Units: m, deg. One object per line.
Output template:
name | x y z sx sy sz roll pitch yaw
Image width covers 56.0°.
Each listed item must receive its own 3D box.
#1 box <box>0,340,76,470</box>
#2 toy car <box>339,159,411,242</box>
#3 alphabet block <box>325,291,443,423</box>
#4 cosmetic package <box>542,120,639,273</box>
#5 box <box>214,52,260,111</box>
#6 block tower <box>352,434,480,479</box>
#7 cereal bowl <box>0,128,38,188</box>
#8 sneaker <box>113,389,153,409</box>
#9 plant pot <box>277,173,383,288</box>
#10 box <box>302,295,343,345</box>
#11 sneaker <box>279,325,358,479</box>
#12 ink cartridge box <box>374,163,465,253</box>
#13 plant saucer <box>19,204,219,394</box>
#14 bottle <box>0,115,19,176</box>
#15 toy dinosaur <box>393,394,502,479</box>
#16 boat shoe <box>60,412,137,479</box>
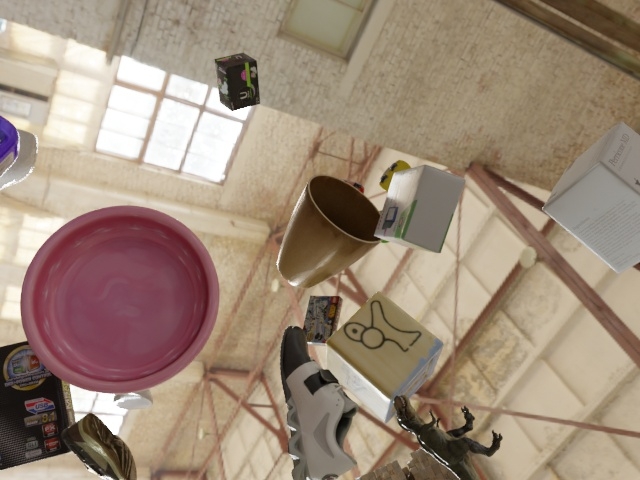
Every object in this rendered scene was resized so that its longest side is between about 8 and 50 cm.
box | -0.598 0.309 1.094 0.060 0.270 0.216 117 -39 -76
toy car | 0.159 -0.100 1.708 0.053 0.239 0.225 -99 171 -70
alphabet block | 0.145 0.274 1.412 0.197 0.192 0.193 40 -26 23
cosmetic package | 0.531 -0.076 1.068 0.151 0.183 0.151 -47 176 -38
box | -0.149 -0.285 1.081 0.052 0.062 0.083 42 -35 42
block tower | 0.233 0.597 1.501 0.091 0.335 0.097 -132 -162 -78
cereal bowl | -0.814 -0.174 1.341 0.339 0.339 0.141 -1 -92 62
sneaker | -0.380 0.272 1.211 0.212 0.080 0.094 98 -12 -53
plant pot | 0.000 0.000 1.552 0.254 0.237 0.237 -50 -142 31
box | 0.003 0.216 1.620 0.094 0.027 0.137 -2 -118 30
sneaker | 0.002 0.321 1.234 0.146 0.122 0.330 -16 -121 8
ink cartridge box | 0.197 -0.064 1.243 0.212 0.093 0.154 -162 -89 -82
plant saucer | -0.348 0.105 1.073 0.084 0.332 0.332 122 -27 -71
bottle | -0.542 -0.081 0.839 0.283 0.118 0.092 -75 -171 -46
toy dinosaur | 0.247 0.361 1.062 0.268 0.118 0.064 43 -21 36
boat shoe | -0.306 0.299 0.842 0.056 0.049 0.152 -109 179 -57
